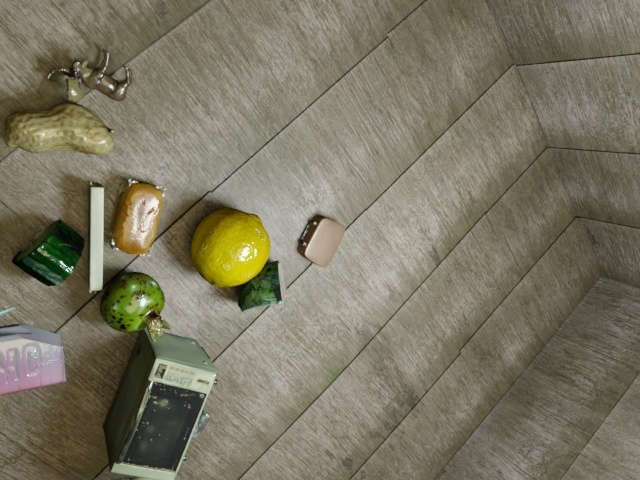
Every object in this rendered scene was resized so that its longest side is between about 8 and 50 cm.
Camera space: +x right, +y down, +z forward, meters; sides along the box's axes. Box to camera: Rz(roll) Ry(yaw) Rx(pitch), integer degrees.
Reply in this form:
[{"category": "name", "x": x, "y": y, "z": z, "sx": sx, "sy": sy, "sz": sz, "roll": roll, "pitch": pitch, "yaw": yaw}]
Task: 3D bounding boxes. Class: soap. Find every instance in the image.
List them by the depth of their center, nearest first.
[{"category": "soap", "x": -0.977, "y": 0.372, "z": 1.636, "sx": 0.324, "sy": 0.109, "sz": 0.192, "roll": -5, "pitch": 104, "yaw": -28}]

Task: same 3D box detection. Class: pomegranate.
[{"category": "pomegranate", "x": -0.600, "y": 0.219, "z": 1.741, "sx": 0.211, "sy": 0.263, "sz": 0.211, "roll": -48, "pitch": 159, "yaw": -24}]

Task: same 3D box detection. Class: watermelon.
[{"category": "watermelon", "x": -0.192, "y": 0.184, "z": 1.930, "sx": 0.180, "sy": 0.305, "sz": 0.224, "roll": 35, "pitch": 86, "yaw": 1}]

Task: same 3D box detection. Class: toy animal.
[{"category": "toy animal", "x": -0.687, "y": -0.489, "z": 1.599, "sx": 0.214, "sy": 0.094, "sz": 0.186, "roll": 34, "pitch": 92, "yaw": -40}]

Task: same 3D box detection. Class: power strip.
[{"category": "power strip", "x": -0.721, "y": -0.005, "z": 1.690, "sx": 0.043, "sy": 0.106, "sz": 0.367, "roll": 0, "pitch": 103, "yaw": -26}]

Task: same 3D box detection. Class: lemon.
[{"category": "lemon", "x": -0.313, "y": 0.023, "z": 1.836, "sx": 0.293, "sy": 0.293, "sz": 0.293, "roll": -8, "pitch": 106, "yaw": -28}]

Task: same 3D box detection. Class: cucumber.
[{"category": "cucumber", "x": -0.821, "y": 0.034, "z": 1.605, "sx": 0.191, "sy": 0.191, "sz": 0.130, "roll": -49, "pitch": 129, "yaw": -11}, {"category": "cucumber", "x": -0.472, "y": 0.702, "z": 2.036, "sx": 0.064, "sy": 0.064, "sz": 0.112, "roll": 38, "pitch": 80, "yaw": -31}]

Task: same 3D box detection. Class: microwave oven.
[{"category": "microwave oven", "x": -0.539, "y": 0.553, "z": 1.798, "sx": 0.247, "sy": 0.333, "sz": 0.394, "roll": 21, "pitch": 92, "yaw": -28}]

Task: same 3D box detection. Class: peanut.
[{"category": "peanut", "x": -0.769, "y": -0.332, "z": 1.568, "sx": 0.291, "sy": 0.143, "sz": 0.159, "roll": -2, "pitch": 69, "yaw": -24}]

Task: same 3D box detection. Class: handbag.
[{"category": "handbag", "x": 0.000, "y": 0.000, "z": 2.125, "sx": 0.151, "sy": 0.072, "sz": 0.193, "roll": 26, "pitch": 90, "yaw": -32}]

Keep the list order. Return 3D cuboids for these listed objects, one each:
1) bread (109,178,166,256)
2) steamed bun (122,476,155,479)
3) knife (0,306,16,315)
[{"category": "bread", "x": -0.606, "y": -0.075, "z": 1.740, "sx": 0.136, "sy": 0.107, "sz": 0.241, "roll": 13, "pitch": 96, "yaw": -34}, {"category": "steamed bun", "x": -0.641, "y": 1.007, "z": 1.913, "sx": 0.312, "sy": 0.233, "sz": 0.333, "roll": -1, "pitch": 111, "yaw": -32}, {"category": "knife", "x": -0.999, "y": 0.228, "z": 1.647, "sx": 0.091, "sy": 0.005, "sz": 0.014, "roll": -24, "pitch": 112, "yaw": -23}]
